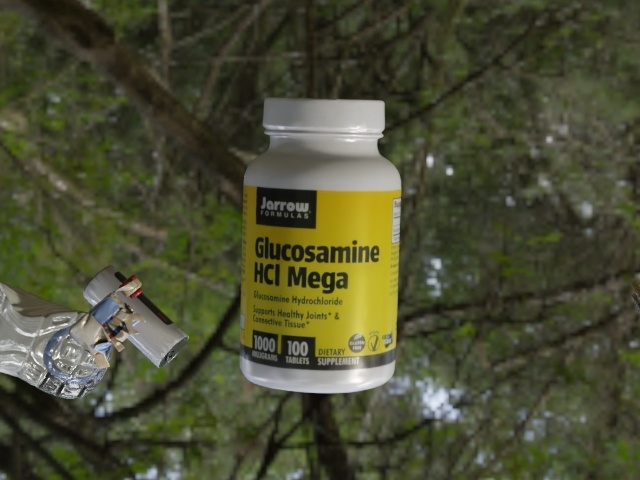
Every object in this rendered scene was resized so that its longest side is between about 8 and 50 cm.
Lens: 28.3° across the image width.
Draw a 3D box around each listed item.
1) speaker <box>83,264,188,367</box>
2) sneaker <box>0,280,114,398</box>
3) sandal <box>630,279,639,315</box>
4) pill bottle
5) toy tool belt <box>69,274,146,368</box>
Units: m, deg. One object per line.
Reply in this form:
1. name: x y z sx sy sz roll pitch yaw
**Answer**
1. speaker: -0.229 0.095 1.580 0.136 0.055 0.055 42 -164 11
2. sneaker: -0.338 0.078 1.227 0.129 0.111 0.297 17 169 39
3. sandal: 0.435 0.075 1.567 0.079 0.088 0.240 -28 171 8
4. pill bottle: 0.000 0.000 1.501 0.188 0.334 0.188 1 -175 0
5. toy tool belt: -0.186 0.076 1.167 0.083 0.051 0.052 -39 -173 4
